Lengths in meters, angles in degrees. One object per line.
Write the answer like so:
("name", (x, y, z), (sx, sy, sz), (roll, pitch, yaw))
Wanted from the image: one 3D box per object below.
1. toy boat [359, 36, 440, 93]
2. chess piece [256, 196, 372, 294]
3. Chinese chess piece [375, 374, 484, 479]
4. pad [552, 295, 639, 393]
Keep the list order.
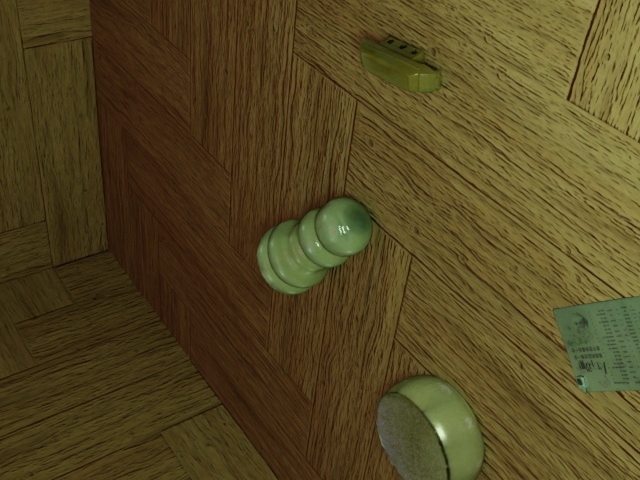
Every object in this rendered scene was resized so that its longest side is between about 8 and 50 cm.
("toy boat", (0.151, -0.331, 1.534), (0.200, 0.077, 0.057), (38, 149, 39))
("chess piece", (0.000, 0.000, 1.906), (0.330, 0.182, 0.182), (-31, 80, 53))
("Chinese chess piece", (0.238, 0.432, 1.803), (0.270, 0.112, 0.269), (36, 136, 45))
("pad", (0.496, 0.173, 1.336), (0.265, 0.009, 0.159), (-21, 88, 60))
